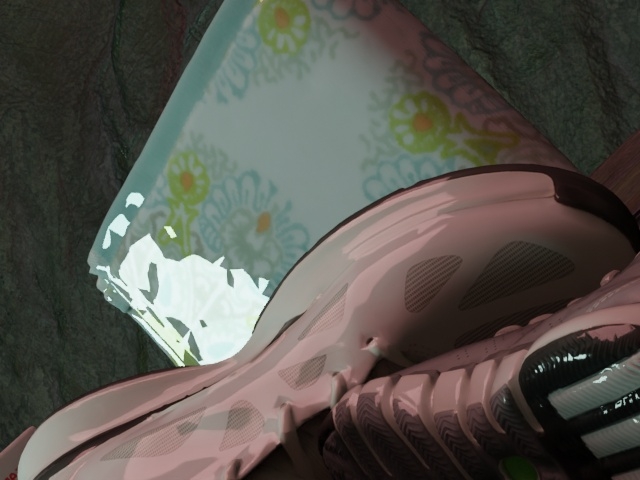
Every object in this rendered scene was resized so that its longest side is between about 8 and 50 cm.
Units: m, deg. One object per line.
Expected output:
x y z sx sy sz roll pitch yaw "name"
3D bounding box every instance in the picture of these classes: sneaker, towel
-0.003 0.149 0.671 0.447 0.169 0.257 -31 28 19 "sneaker"
0.097 0.049 0.426 0.132 0.086 0.228 -36 2 -30 "sneaker"
0.000 0.000 0.928 0.090 0.320 0.374 -25 -25 -53 "towel"

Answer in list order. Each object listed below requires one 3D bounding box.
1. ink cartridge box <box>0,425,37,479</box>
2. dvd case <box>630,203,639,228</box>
-0.223 0.293 1.023 0.100 0.237 0.172 -45 2 13 "ink cartridge box"
0.250 -0.030 0.824 0.238 0.029 0.179 -44 -5 7 "dvd case"
